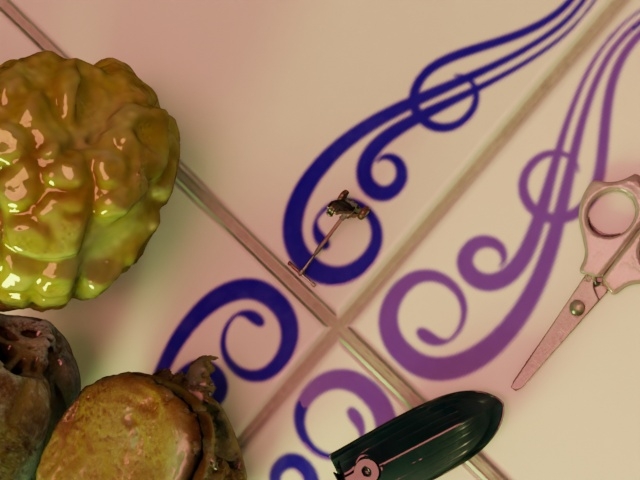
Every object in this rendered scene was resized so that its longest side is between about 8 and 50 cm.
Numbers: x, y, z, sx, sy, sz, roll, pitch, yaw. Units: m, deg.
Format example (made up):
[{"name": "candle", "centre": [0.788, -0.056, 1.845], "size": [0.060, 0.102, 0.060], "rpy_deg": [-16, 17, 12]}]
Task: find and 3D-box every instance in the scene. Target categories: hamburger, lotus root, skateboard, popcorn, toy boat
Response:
[{"name": "hamburger", "centre": [-0.133, 0.173, 0.741], "size": [0.159, 0.131, 0.185], "rpy_deg": [29, 87, 30]}, {"name": "lotus root", "centre": [-0.321, 0.203, 0.784], "size": [0.140, 0.158, 0.322], "rpy_deg": [30, 108, -3]}, {"name": "skateboard", "centre": [0.000, 0.000, 0.751], "size": [0.032, 0.064, 0.083], "rpy_deg": [39, 108, 12]}, {"name": "popcorn", "centre": [-0.224, -0.050, 0.763], "size": [0.217, 0.181, 0.235], "rpy_deg": [-48, 24, 46]}, {"name": "toy boat", "centre": [0.078, 0.157, 0.700], "size": [0.141, 0.060, 0.055], "rpy_deg": [-29, 74, 7]}]

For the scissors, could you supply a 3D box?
[{"name": "scissors", "centre": [0.205, 0.040, 0.693], "size": [0.100, 0.015, 0.189], "rpy_deg": [39, 99, 22]}]
